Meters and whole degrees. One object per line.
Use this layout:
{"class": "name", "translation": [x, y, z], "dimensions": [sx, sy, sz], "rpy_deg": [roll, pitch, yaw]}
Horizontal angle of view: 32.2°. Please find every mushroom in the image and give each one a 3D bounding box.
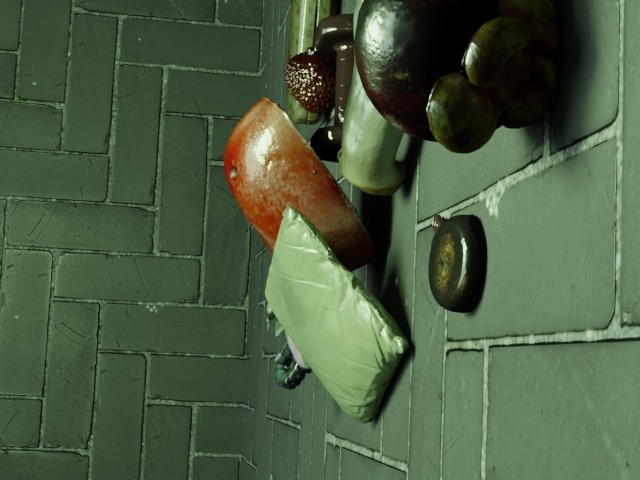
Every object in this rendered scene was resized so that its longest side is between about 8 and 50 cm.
{"class": "mushroom", "translation": [0.089, -0.198, 1.529], "dimensions": [0.159, 0.122, 0.329], "rpy_deg": [-83, 3, -52]}

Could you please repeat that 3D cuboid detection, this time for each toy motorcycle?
{"class": "toy motorcycle", "translation": [-0.003, 0.105, 1.972], "dimensions": [0.188, 0.143, 0.327], "rpy_deg": [154, 134, -70]}

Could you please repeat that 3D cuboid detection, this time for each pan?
{"class": "pan", "translation": [0.150, 0.008, 1.321], "dimensions": [0.212, 0.040, 0.115], "rpy_deg": [-111, 31, -68]}

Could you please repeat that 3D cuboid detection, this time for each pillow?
{"class": "pillow", "translation": [0.020, 0.115, 1.672], "dimensions": [0.281, 0.076, 0.274], "rpy_deg": [50, 152, 21]}

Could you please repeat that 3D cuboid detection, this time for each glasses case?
{"class": "glasses case", "translation": [-0.017, -0.458, 2.349], "dimensions": [0.156, 0.098, 0.425], "rpy_deg": [-118, 33, -80]}

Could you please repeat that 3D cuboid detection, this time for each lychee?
{"class": "lychee", "translation": [-0.009, -0.313, 2.178], "dimensions": [0.123, 0.123, 0.129], "rpy_deg": [178, 96, -81]}

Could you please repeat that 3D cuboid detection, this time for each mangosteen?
{"class": "mangosteen", "translation": [0.132, -0.188, 1.069], "dimensions": [0.210, 0.210, 0.210], "rpy_deg": [-176, 90, -81]}

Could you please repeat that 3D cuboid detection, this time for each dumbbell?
{"class": "dumbbell", "translation": [0.051, -0.238, 1.763], "dimensions": [0.140, 0.124, 0.225], "rpy_deg": [136, 137, -76]}

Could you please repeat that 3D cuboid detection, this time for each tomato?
{"class": "tomato", "translation": [-0.054, -0.066, 1.804], "dimensions": [0.338, 0.143, 0.338], "rpy_deg": [56, 176, 6]}
